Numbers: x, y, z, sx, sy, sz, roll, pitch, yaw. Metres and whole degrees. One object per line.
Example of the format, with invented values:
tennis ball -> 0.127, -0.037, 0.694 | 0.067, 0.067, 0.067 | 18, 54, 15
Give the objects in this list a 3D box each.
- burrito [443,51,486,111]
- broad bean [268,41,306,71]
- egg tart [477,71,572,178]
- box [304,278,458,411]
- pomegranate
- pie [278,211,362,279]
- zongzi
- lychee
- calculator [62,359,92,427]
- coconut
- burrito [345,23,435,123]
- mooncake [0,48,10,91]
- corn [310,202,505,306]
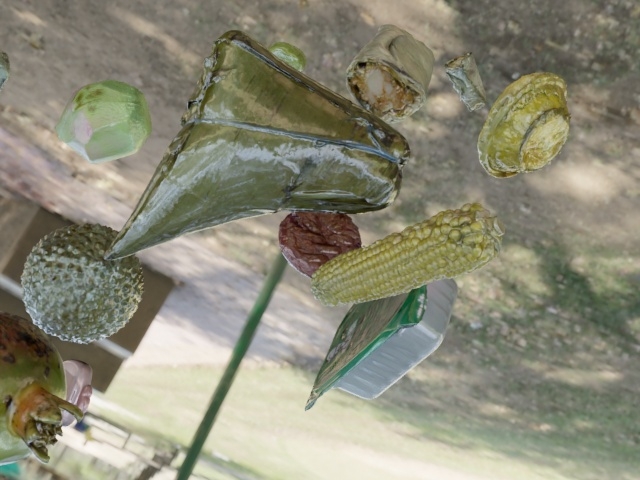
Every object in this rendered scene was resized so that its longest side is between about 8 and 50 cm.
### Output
burrito -> 0.223, -0.246, 1.369 | 0.041, 0.055, 0.149 | 1, 161, 24
broad bean -> -0.069, -0.359, 1.764 | 0.083, 0.063, 0.045 | 11, -156, 7
egg tart -> 0.333, -0.172, 1.416 | 0.074, 0.191, 0.191 | 47, 175, 35
box -> 0.127, 0.156, 1.559 | 0.106, 0.264, 0.337 | 35, 134, -7
pomegranate -> -0.389, 0.190, 1.045 | 0.198, 0.198, 0.246 | 45, -178, -42
pie -> 0.000, 0.000, 1.483 | 0.154, 0.154, 0.036 | 28, 140, 1
zongzi -> -0.077, -0.060, 1.218 | 0.322, 0.361, 0.160 | 30, 168, 0
lychee -> -0.499, 0.089, 1.894 | 0.255, 0.255, 0.274 | 37, 148, -27
calculator -> -0.393, 0.236, 1.393 | 0.024, 0.103, 0.166 | 27, 165, -31
coconut -> -0.541, -0.295, 2.224 | 0.235, 0.236, 0.205 | 24, 161, 11
burrito -> 0.129, -0.303, 1.614 | 0.105, 0.299, 0.143 | -37, 102, 26
mooncake -> -0.703, -0.303, 1.696 | 0.136, 0.254, 0.250 | 22, -159, -41
corn -> 0.110, 0.023, 1.152 | 0.288, 0.087, 0.086 | -21, 133, 35
